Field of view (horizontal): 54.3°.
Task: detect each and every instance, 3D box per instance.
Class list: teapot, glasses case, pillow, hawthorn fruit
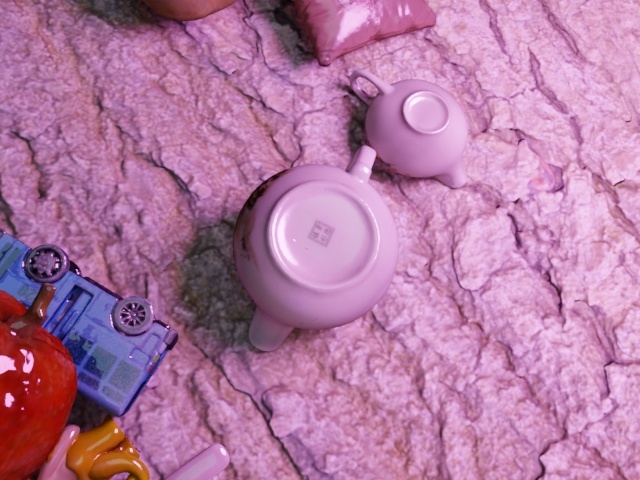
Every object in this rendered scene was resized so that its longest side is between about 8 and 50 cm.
[{"bbox_3d":[0.130,-0.168,0.882,0.226,0.092,0.145,45,70,7],"label":"teapot"},{"bbox_3d":[-0.145,0.271,0.731,0.083,0.021,0.032,-34,85,-18],"label":"glasses case"},{"bbox_3d":[0.038,-0.386,0.915,0.223,0.084,0.236,-30,91,-27],"label":"pillow"},{"bbox_3d":[0.000,0.000,0.781,0.204,0.139,0.298,34,73,1],"label":"teapot"},{"bbox_3d":[-0.316,0.128,0.545,0.205,0.205,0.253,45,107,4],"label":"hawthorn fruit"}]

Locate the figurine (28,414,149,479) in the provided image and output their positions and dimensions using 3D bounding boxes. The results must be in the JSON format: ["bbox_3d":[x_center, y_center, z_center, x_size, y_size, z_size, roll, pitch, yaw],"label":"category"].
[{"bbox_3d":[-0.307,0.283,0.646,0.246,0.131,0.156,-37,119,-20],"label":"figurine"}]

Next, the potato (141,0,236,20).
[{"bbox_3d":[-0.198,-0.434,0.866,0.192,0.141,0.296,-20,75,-5],"label":"potato"}]

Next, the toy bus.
[{"bbox_3d":[-0.290,0.093,0.705,0.234,0.116,0.133,31,74,-3],"label":"toy bus"}]
